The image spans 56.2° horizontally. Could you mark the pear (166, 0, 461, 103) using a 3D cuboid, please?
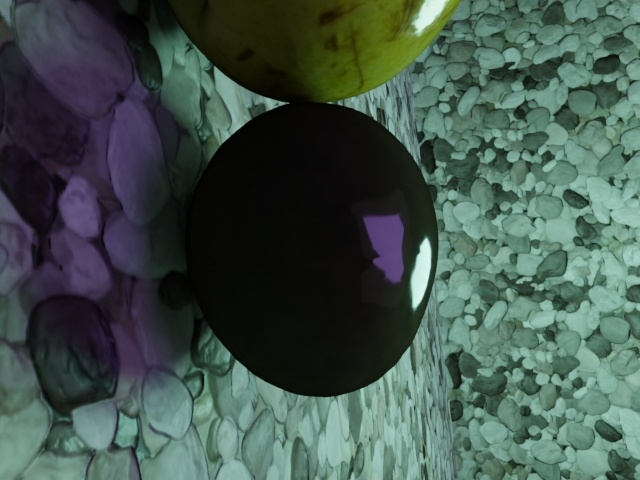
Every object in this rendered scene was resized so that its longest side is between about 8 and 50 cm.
[{"bbox_3d":[-0.004,-0.253,0.492,0.281,0.280,0.281,-7,90,-73],"label":"pear"}]

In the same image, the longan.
[{"bbox_3d":[0.000,0.000,0.513,0.246,0.215,0.246,-21,116,-52],"label":"longan"}]
